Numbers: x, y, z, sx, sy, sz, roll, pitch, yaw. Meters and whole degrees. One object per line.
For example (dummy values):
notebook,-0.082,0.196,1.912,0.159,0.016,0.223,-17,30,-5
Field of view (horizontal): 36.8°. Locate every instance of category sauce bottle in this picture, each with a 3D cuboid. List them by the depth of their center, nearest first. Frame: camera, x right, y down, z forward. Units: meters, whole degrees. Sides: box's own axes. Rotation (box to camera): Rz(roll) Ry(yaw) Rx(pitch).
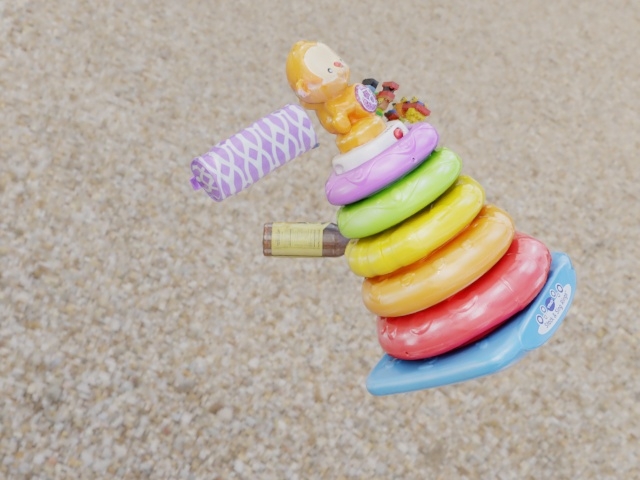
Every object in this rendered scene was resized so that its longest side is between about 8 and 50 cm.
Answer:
sauce bottle,0.000,0.000,1.071,0.128,0.042,0.042,2,34,0

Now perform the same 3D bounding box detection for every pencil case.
pencil case,-0.103,-0.139,1.501,0.206,0.086,0.088,-32,23,-23

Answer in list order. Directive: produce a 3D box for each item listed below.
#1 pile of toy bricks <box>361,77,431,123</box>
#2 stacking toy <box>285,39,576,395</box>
pile of toy bricks,0.094,-0.221,1.756,0.118,0.105,0.212,27,-8,-30
stacking toy,0.065,-0.036,0.794,0.301,0.166,0.175,58,43,-11
